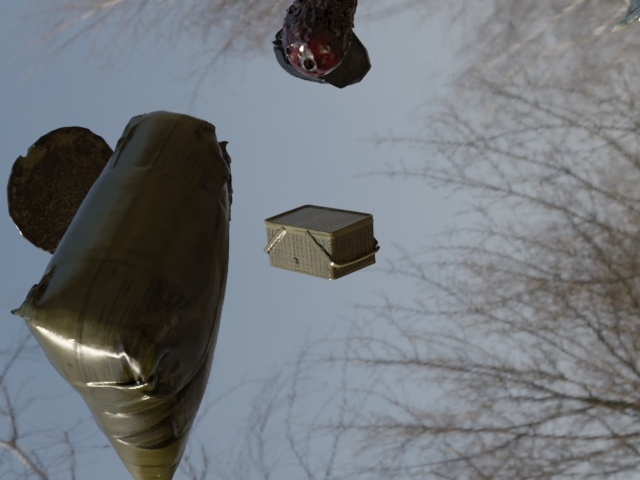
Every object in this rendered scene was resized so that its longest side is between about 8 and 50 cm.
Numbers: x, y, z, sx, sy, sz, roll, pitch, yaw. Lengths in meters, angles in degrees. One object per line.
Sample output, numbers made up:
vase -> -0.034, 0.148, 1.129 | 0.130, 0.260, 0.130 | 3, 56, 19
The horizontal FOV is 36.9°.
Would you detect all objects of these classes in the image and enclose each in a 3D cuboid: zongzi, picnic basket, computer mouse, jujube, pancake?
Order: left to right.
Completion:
pancake -> -0.383, -0.074, 1.447 | 0.199, 0.021, 0.199 | -14, -67, -37
zongzi -> -0.148, 0.064, 0.906 | 0.300, 0.145, 0.273 | 82, -162, -48
jujube -> -0.001, -0.290, 1.278 | 0.104, 0.104, 0.165 | 47, -139, -33
picnic basket -> 0.000, 0.000, 1.524 | 0.115, 0.164, 0.079 | -21, -67, -44
computer mouse -> 0.000, -0.310, 1.604 | 0.172, 0.057, 0.098 | 13, -89, -11

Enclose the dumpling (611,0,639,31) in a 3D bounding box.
dumpling -> 0.482, -0.366, 1.367 | 0.126, 0.216, 0.166 | 37, -93, -23
